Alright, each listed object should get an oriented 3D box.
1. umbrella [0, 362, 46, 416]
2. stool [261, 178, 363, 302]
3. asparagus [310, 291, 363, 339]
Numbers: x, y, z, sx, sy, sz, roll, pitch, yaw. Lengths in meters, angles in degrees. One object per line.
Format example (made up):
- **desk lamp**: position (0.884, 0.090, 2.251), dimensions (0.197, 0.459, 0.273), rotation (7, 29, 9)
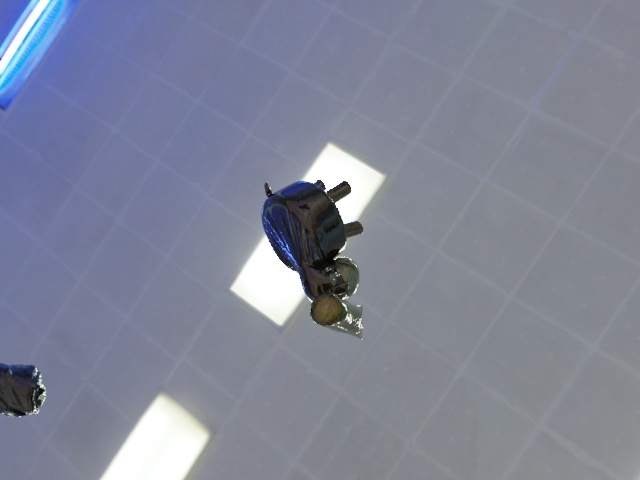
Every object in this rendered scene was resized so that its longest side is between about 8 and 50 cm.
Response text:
- **umbrella**: position (-0.496, 0.186, 0.807), dimensions (0.248, 0.071, 0.071), rotation (11, -97, -4)
- **stool**: position (0.000, 0.000, 0.853), dimensions (0.121, 0.125, 0.217), rotation (-27, -97, -33)
- **asparagus**: position (0.036, 0.101, 0.764), dimensions (0.045, 0.178, 0.041), rotation (-48, -115, 3)
